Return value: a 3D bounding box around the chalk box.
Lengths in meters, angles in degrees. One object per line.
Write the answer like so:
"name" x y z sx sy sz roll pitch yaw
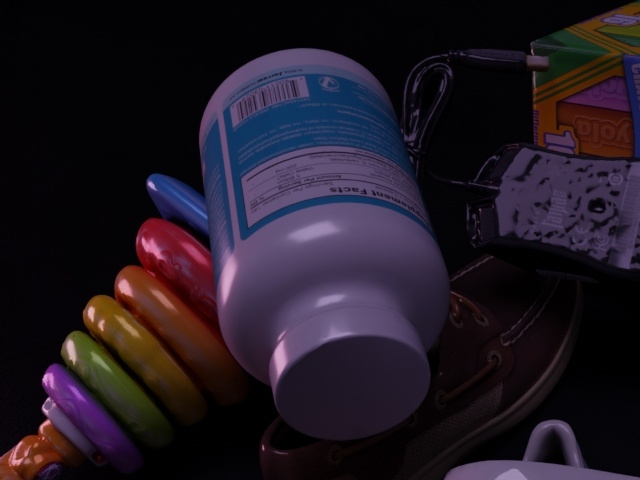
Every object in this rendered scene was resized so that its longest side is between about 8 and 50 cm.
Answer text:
"chalk box" 0.332 -0.077 0.907 0.180 0.179 0.289 -25 28 -38

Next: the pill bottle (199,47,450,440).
"pill bottle" 0.000 0.000 0.762 0.146 0.146 0.264 -15 42 3

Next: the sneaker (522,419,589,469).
"sneaker" 0.127 0.185 0.702 0.071 0.083 0.190 -2 35 19

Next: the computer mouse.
"computer mouse" 0.175 -0.055 0.885 0.262 0.060 0.184 7 69 15

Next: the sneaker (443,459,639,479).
"sneaker" 0.193 0.248 0.563 0.323 0.130 0.236 10 62 1

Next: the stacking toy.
"stacking toy" -0.155 0.113 0.908 0.302 0.175 0.166 -43 61 -14

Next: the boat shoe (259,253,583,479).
"boat shoe" 0.079 0.082 0.851 0.123 0.123 0.342 17 44 43
